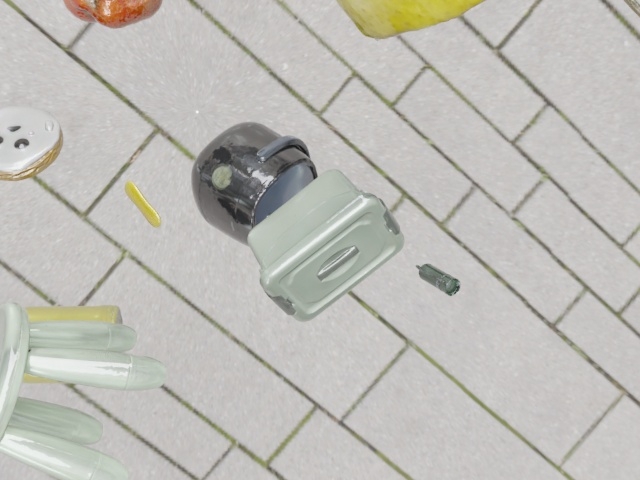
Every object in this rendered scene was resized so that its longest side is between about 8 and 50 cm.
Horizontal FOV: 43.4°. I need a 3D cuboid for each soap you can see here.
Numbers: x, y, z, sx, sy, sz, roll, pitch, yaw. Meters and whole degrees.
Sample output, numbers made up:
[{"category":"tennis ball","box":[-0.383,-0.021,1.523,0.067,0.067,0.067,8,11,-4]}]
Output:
[{"category":"soap","box":[-0.280,-0.057,1.265,0.089,0.034,0.012,49,48,10]}]

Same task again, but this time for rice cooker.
[{"category":"rice cooker","box":[-0.145,-0.124,1.776,0.224,0.267,0.267,32,94,30]}]

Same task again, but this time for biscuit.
[{"category":"biscuit","box":[-0.632,-0.210,1.677,0.180,0.208,0.049,-4,138,-3]}]

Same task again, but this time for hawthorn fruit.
[{"category":"hawthorn fruit","box":[-0.415,-0.539,1.559,0.207,0.208,0.243,-14,142,-6]}]

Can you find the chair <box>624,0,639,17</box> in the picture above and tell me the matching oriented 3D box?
[{"category":"chair","box":[0.489,-0.482,1.212,0.272,0.166,0.188,42,51,3]}]

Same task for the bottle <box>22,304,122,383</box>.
[{"category":"bottle","box":[-0.610,0.227,1.726,0.350,0.171,0.172,-1,99,-8]}]

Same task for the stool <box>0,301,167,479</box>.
[{"category":"stool","box":[-0.329,0.195,1.013,0.198,0.195,0.195,20,92,-29]}]

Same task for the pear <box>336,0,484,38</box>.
[{"category":"pear","box":[0.129,-0.403,0.813,0.386,0.340,0.191,-39,125,21]}]

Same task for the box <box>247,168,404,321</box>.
[{"category":"box","box":[0.000,0.000,0.958,0.172,0.093,0.124,-37,141,1]}]

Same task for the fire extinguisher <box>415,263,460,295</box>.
[{"category":"fire extinguisher","box":[0.154,0.048,1.097,0.038,0.083,0.025,31,92,-32]}]
